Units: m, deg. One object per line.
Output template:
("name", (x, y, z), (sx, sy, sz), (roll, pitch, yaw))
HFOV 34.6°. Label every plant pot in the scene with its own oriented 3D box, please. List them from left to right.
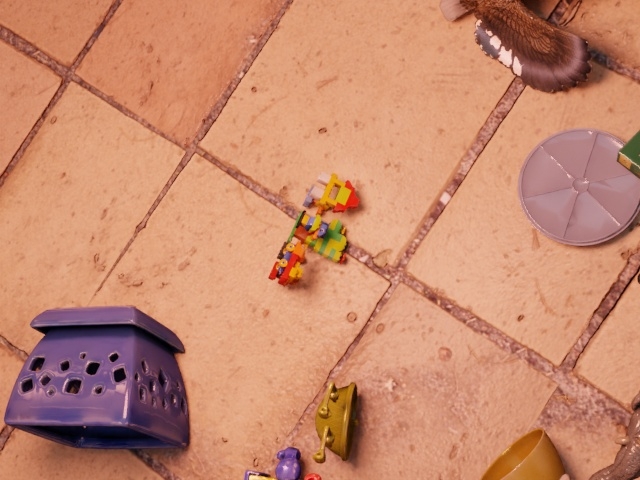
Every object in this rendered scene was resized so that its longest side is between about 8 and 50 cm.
("plant pot", (-0.367, 0.235, 1.762), (0.236, 0.236, 0.212), (-4, 68, 17))
("plant pot", (0.321, 0.366, 1.562), (0.134, 0.134, 0.095), (-43, 87, 4))

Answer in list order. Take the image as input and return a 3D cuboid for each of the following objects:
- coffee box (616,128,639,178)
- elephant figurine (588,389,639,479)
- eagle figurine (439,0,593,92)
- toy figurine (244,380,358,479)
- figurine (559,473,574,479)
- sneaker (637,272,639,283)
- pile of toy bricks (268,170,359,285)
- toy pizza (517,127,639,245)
("coffee box", (0.573, -0.162, 1.633), (0.113, 0.040, 0.184), (42, 82, 20))
("elephant figurine", (0.501, 0.255, 1.470), (0.186, 0.239, 0.169), (6, 57, -15))
("eagle figurine", (0.341, -0.406, 1.733), (0.298, 0.225, 0.226), (24, 129, -7))
("toy figurine", (-0.068, 0.398, 1.647), (0.217, 0.191, 0.362), (0, 75, 23))
("figurine", (0.345, 0.474, 1.500), (0.215, 0.092, 0.209), (43, 100, -16))
("sneaker", (0.573, 0.140, 1.560), (0.106, 0.101, 0.267), (-30, 69, 33))
("pile of toy bricks", (0.000, 0.000, 1.776), (0.105, 0.118, 0.212), (27, 68, -6))
("toy pizza", (0.425, -0.087, 1.682), (0.201, 0.032, 0.201), (-3, 75, 13))
